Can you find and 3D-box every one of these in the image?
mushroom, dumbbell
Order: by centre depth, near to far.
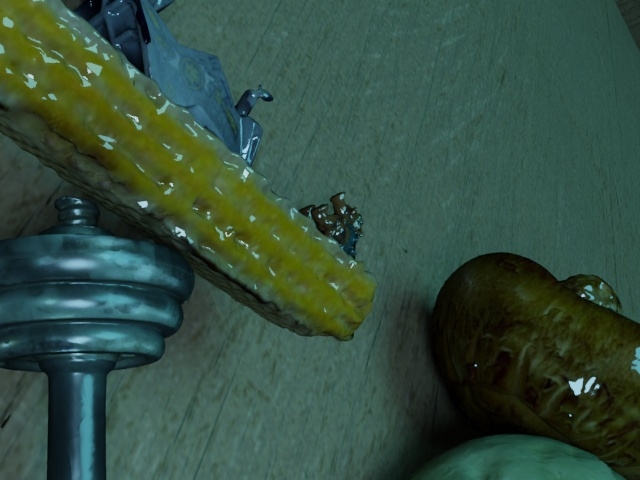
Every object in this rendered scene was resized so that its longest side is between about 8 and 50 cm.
[{"bbox_3d":[-0.108,0.104,0.383,0.110,0.110,0.255,16,64,-53],"label":"dumbbell"},{"bbox_3d":[0.204,0.118,0.742,0.153,0.253,0.253,-49,120,-16],"label":"mushroom"}]

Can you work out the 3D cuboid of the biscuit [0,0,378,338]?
[{"bbox_3d":[-0.106,-0.055,0.400,0.378,0.094,0.054,41,77,-40],"label":"biscuit"}]

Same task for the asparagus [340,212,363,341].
[{"bbox_3d":[0.024,0.026,0.712,0.018,0.015,0.127,51,35,-43],"label":"asparagus"}]

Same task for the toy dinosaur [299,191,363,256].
[{"bbox_3d":[0.000,0.000,0.659,0.055,0.049,0.154,66,26,-11],"label":"toy dinosaur"}]

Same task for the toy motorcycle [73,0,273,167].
[{"bbox_3d":[-0.098,-0.113,0.545,0.122,0.080,0.215,0,69,-57],"label":"toy motorcycle"}]

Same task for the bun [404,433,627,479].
[{"bbox_3d":[0.163,0.246,0.559,0.283,0.179,0.283,14,47,-16],"label":"bun"}]
